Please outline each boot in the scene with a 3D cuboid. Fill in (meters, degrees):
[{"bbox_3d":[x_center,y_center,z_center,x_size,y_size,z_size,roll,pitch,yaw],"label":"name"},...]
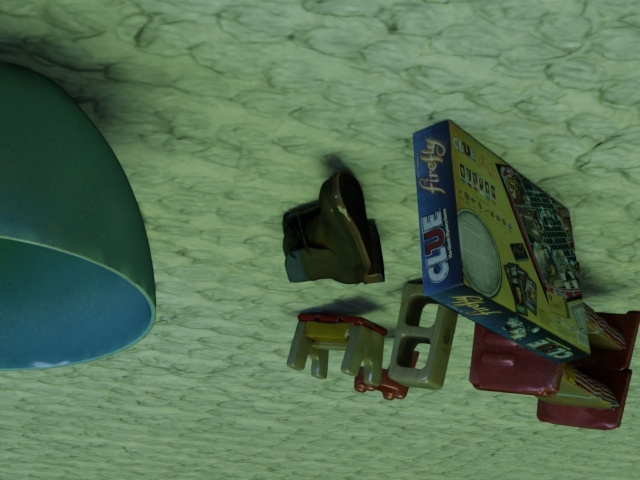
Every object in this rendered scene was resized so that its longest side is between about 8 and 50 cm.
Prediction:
[{"bbox_3d":[0.000,0.000,1.117,0.106,0.082,0.219,-9,156,9],"label":"boot"}]

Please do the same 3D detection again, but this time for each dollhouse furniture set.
[{"bbox_3d":[0.174,0.122,1.358,0.374,0.152,0.201,1,161,36],"label":"dollhouse furniture set"}]

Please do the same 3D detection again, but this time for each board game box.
[{"bbox_3d":[0.176,0.008,1.051,0.042,0.165,0.243,-20,148,33],"label":"board game box"}]

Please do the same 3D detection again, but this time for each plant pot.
[{"bbox_3d":[-0.277,-0.031,0.899,0.290,0.195,0.290,-1,155,-1],"label":"plant pot"}]
